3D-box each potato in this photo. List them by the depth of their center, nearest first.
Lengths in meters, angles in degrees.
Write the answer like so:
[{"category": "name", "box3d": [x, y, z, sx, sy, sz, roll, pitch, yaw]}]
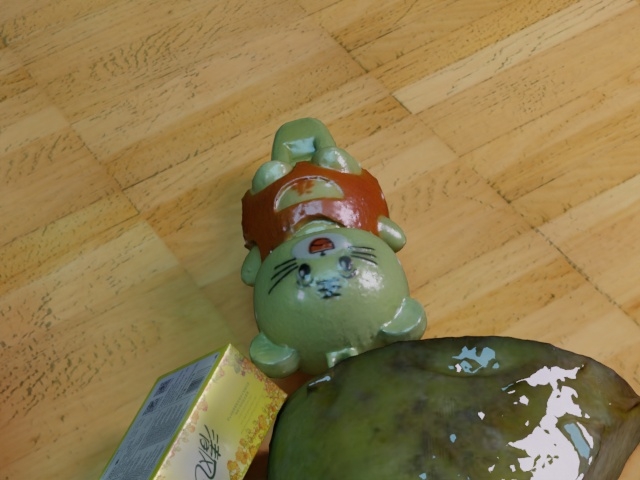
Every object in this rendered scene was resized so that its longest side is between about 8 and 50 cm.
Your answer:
[{"category": "potato", "box3d": [0.090, 0.193, 1.080, 0.269, 0.112, 0.255, -5, 46, 7]}]

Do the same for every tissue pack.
[{"category": "tissue pack", "box3d": [-0.102, 0.163, 1.141, 0.095, 0.062, 0.176, -28, 26, 45]}]

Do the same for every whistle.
[{"category": "whistle", "box3d": [0.000, 0.000, 1.285, 0.131, 0.106, 0.288, -14, 44, 4]}]
